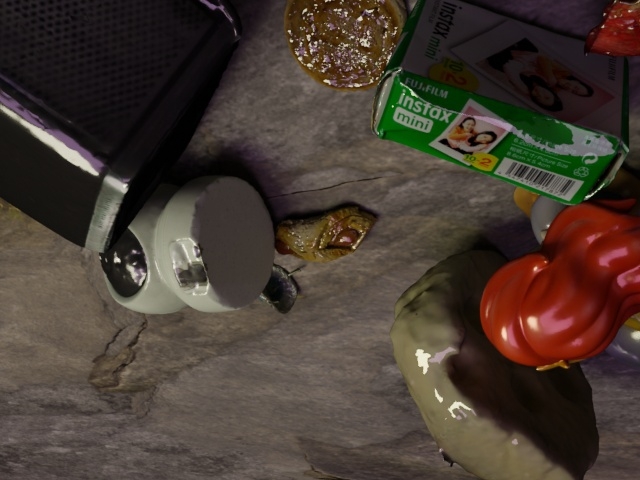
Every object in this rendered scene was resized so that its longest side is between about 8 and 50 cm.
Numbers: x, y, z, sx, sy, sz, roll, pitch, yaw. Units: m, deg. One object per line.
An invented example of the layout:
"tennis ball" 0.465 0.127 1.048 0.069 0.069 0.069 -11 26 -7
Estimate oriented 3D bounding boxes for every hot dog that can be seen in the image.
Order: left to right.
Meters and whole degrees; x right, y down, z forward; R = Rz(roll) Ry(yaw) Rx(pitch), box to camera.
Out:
"hot dog" -0.001 0.000 1.114 0.169 0.061 0.078 -12 126 29

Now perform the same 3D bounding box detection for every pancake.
"pancake" 0.027 -0.240 0.913 0.158 0.028 0.158 10 135 10

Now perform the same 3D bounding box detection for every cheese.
"cheese" 0.228 0.170 1.013 0.115 0.326 0.318 -36 154 34

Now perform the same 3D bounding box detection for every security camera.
"security camera" -0.207 0.007 1.116 0.236 0.194 0.194 -1 130 32

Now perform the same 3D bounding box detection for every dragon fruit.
"dragon fruit" 0.326 -0.213 0.743 0.127 0.161 0.120 21 133 17

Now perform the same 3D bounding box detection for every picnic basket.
"picnic basket" -0.067 0.075 1.207 0.083 0.065 0.083 -15 120 51

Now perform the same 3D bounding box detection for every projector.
"projector" -0.329 -0.209 0.848 0.405 0.242 0.395 35 162 -9

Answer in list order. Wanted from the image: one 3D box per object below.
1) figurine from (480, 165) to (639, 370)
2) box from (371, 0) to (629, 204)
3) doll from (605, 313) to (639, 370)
"figurine" 0.292 0.013 0.881 0.208 0.257 0.180 4 132 16
"box" 0.189 -0.150 0.830 0.250 0.180 0.103 20 138 1
"doll" 0.481 0.134 1.033 0.317 0.145 0.103 10 96 3
